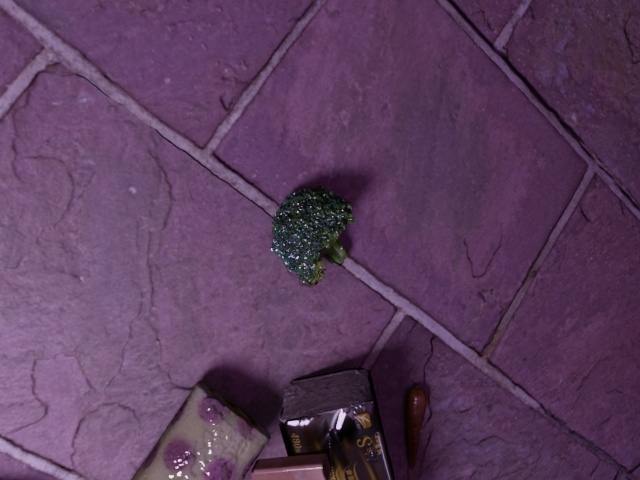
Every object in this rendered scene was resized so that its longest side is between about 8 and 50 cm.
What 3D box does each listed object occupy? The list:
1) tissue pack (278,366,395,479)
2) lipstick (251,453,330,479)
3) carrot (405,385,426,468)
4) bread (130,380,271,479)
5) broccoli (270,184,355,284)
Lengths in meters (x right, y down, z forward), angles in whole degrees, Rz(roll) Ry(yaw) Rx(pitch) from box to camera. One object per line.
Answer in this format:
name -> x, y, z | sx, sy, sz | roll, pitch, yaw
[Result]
tissue pack -> 0.053, 0.489, 1.141 | 0.210, 0.198, 0.369 | -14, 100, 0
lipstick -> -0.057, 0.443, 1.016 | 0.145, 0.045, 0.045 | -12, 98, 14
carrot -> 0.233, 0.467, 1.313 | 0.048, 0.048, 0.216 | 0, 98, -22
bread -> -0.264, 0.475, 1.044 | 0.187, 0.155, 0.338 | 39, 78, -17
broccoli -> 0.000, 0.000, 1.136 | 0.194, 0.194, 0.219 | 23, 61, -22
